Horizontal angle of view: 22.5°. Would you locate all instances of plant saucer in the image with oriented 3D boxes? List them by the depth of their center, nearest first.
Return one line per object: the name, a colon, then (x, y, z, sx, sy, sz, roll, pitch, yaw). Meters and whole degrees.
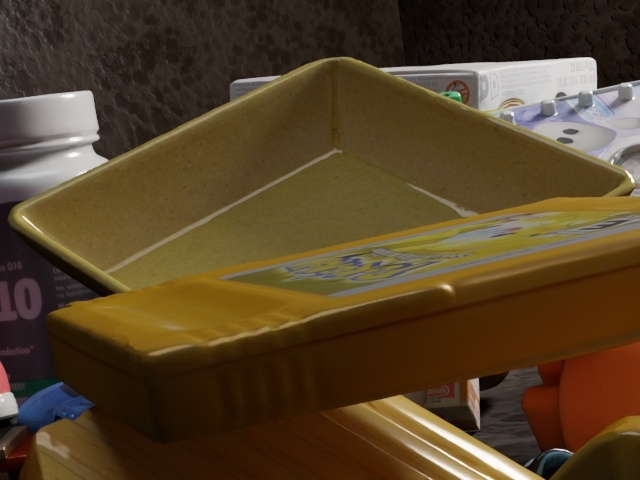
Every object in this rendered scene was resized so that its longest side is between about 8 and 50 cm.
plant saucer: (0.000, 0.000, 1.161, 0.332, 0.081, 0.333, -30, 39, -30)

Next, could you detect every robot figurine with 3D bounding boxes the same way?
robot figurine: (0.262, 0.122, 1.185, 0.219, 0.128, 0.158, -5, -2, 31)

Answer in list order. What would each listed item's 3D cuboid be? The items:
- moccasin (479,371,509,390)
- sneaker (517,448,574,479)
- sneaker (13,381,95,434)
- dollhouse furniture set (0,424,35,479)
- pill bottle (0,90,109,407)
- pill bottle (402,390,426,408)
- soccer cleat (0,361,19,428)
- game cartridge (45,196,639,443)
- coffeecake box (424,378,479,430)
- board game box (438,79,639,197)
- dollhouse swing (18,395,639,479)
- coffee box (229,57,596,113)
moccasin: (0.009, 0.110, 1.632, 0.380, 0.139, 0.147, -10, -9, 12)
sneaker: (0.137, 0.171, 1.041, 0.085, 0.086, 0.237, -12, 6, -30)
sneaker: (-0.223, 0.177, 1.574, 0.209, 0.069, 0.082, -5, 9, 23)
dollhouse furniture set: (-0.064, 0.174, 1.002, 0.259, 0.135, 0.262, -7, 5, 3)
pill bottle: (-0.332, 0.011, 1.918, 0.204, 0.361, 0.204, -8, 5, 1)
pill bottle: (-0.008, 0.075, 1.299, 0.187, 0.188, 0.334, -7, 29, 7)
soccer cleat: (-0.400, 0.153, 1.680, 0.108, 0.116, 0.318, -13, -3, -29)
game cartridge: (0.039, 0.027, 0.801, 0.323, 0.053, 0.285, -10, 4, -18)
coffeecake box: (0.072, 0.085, 1.497, 0.142, 0.186, 0.068, -6, -28, 13)
board game box: (0.282, -0.065, 1.346, 0.390, 0.050, 0.390, -12, 29, -7)
dollhouse swing: (0.095, 0.078, 0.744, 0.315, 0.305, 0.347, -53, -16, 24)
coffee box: (0.126, -0.043, 1.954, 0.338, 0.334, 0.337, 1, 8, 33)
